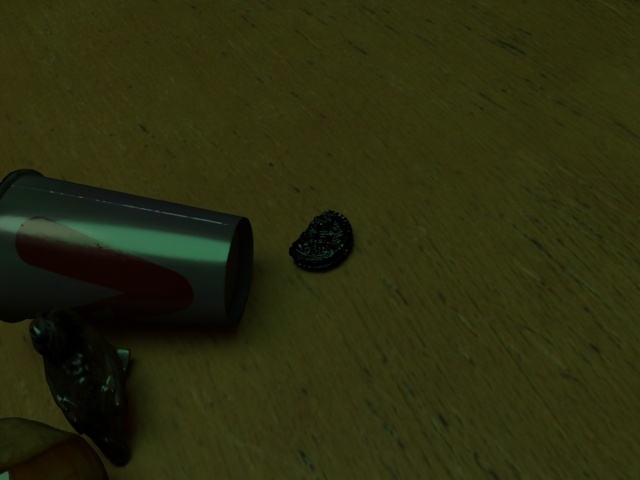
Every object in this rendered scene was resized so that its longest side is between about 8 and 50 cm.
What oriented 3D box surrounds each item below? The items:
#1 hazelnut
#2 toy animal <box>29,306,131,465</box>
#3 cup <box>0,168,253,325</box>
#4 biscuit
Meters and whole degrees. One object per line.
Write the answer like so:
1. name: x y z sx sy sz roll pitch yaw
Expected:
1. hazelnut: -0.304 0.269 0.738 0.182 0.182 0.182 -6 51 7
2. toy animal: -0.258 0.158 0.811 0.089 0.179 0.188 -25 77 -6
3. cup: -0.238 0.023 0.912 0.288 0.203 0.203 5 53 8
4. biscuit: 0.000 0.000 0.971 0.089 0.027 0.087 -17 51 -2
